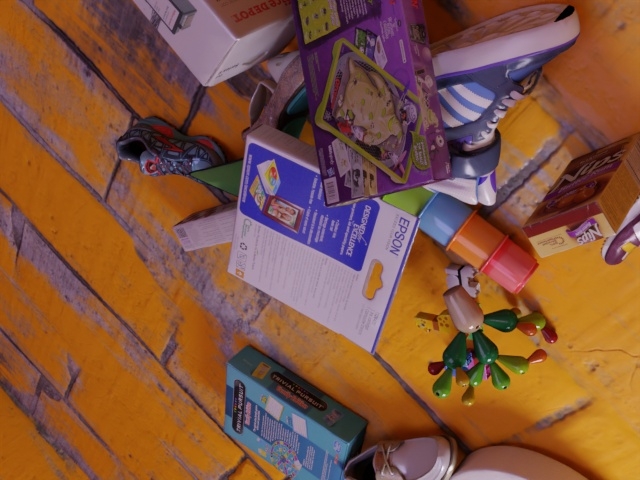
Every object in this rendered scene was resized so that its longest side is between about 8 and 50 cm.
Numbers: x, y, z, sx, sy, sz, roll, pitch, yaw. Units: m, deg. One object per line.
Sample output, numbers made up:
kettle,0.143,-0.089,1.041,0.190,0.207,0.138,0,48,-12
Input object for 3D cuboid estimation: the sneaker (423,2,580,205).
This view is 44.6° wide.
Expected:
sneaker,0.233,-0.166,1.070,0.322,0.130,0.236,-10,116,43

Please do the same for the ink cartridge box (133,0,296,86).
ink cartridge box,-0.175,-0.406,1.191,0.289,0.211,0.121,50,137,0

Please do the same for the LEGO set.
LEGO set,0.218,0.149,1.325,0.093,0.087,0.227,9,122,37

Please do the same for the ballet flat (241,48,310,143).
ballet flat,-0.056,-0.241,1.286,0.106,0.107,0.316,52,138,10

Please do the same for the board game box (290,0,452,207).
board game box,0.060,-0.232,1.068,0.208,0.056,0.347,-11,87,52

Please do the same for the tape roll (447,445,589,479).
tape roll,0.403,0.554,1.445,0.392,0.072,0.392,26,135,29

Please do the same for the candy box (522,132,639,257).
candy box,0.344,-0.059,0.992,0.109,0.186,0.053,-24,103,47

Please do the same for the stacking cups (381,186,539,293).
stacking cups,0.190,-0.029,1.220,0.316,0.096,0.096,41,137,11

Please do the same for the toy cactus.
toy cactus,0.251,0.151,1.230,0.181,0.219,0.112,60,180,-8

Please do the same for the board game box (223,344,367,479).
board game box,-0.067,0.422,1.772,0.336,0.079,0.254,29,134,23

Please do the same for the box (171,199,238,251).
box,-0.181,-0.036,1.547,0.324,0.063,0.067,-12,111,50

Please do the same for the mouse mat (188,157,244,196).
mouse mat,-0.132,-0.111,1.434,0.189,0.007,0.152,-6,158,44

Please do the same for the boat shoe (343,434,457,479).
boat shoe,0.153,0.454,1.557,0.103,0.113,0.302,21,142,-20

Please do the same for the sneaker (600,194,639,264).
sneaker,0.442,-0.019,1.023,0.084,0.069,0.186,40,138,20

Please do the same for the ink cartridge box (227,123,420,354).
ink cartridge box,0.000,0.000,1.281,0.307,0.072,0.304,26,131,14

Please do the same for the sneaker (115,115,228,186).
sneaker,-0.295,-0.152,1.536,0.261,0.125,0.104,23,132,28
